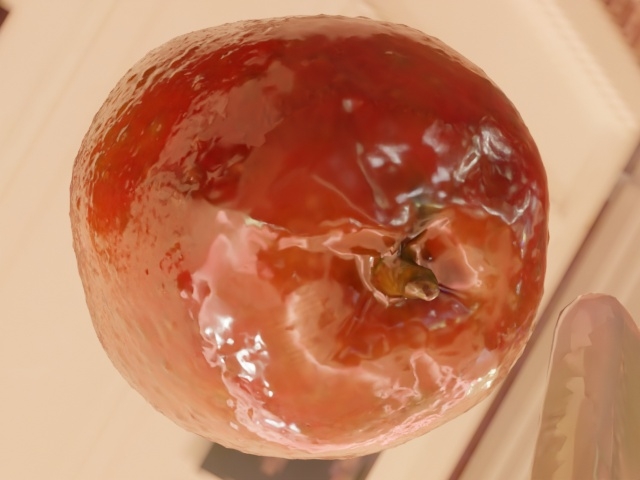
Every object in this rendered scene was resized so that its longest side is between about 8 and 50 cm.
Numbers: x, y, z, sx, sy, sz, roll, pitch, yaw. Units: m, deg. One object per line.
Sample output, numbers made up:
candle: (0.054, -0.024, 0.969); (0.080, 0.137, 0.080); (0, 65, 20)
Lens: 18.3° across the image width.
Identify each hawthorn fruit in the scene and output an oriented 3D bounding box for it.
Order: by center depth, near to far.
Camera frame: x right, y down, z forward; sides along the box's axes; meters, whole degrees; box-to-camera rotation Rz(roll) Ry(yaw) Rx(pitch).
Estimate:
hawthorn fruit: (0.000, 0.000, 1.120); (0.275, 0.275, 0.299); (31, 177, -21)

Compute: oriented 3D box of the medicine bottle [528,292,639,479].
medicine bottle: (0.066, 0.225, 0.333); (0.235, 0.406, 0.236); (8, 137, 7)
